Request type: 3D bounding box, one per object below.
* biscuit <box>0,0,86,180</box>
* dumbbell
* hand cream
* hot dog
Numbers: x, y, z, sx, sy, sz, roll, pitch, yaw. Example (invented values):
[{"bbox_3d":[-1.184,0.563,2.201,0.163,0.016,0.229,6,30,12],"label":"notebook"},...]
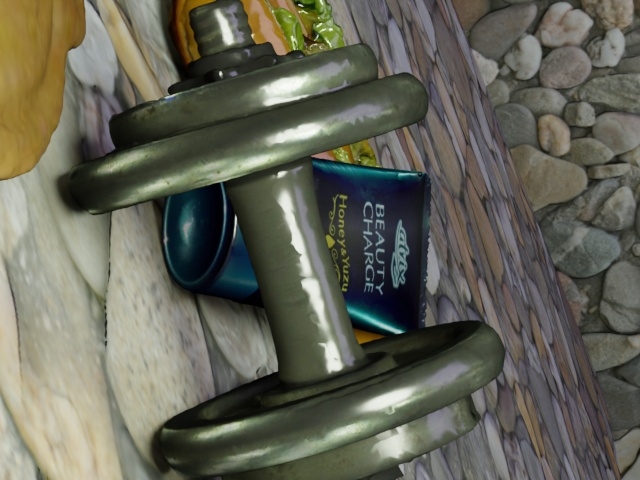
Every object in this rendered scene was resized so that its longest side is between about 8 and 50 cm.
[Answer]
[{"bbox_3d":[-0.194,-0.218,0.741,0.365,0.062,0.385,-79,150,-70],"label":"biscuit"},{"bbox_3d":[-0.015,0.016,0.900,0.192,0.192,0.290,-34,107,-78],"label":"dumbbell"},{"bbox_3d":[0.000,0.000,1.117,0.270,0.061,0.120,10,80,-57],"label":"hand cream"},{"bbox_3d":[-0.016,-0.065,1.220,0.135,0.100,0.337,-66,138,-69],"label":"hot dog"}]
